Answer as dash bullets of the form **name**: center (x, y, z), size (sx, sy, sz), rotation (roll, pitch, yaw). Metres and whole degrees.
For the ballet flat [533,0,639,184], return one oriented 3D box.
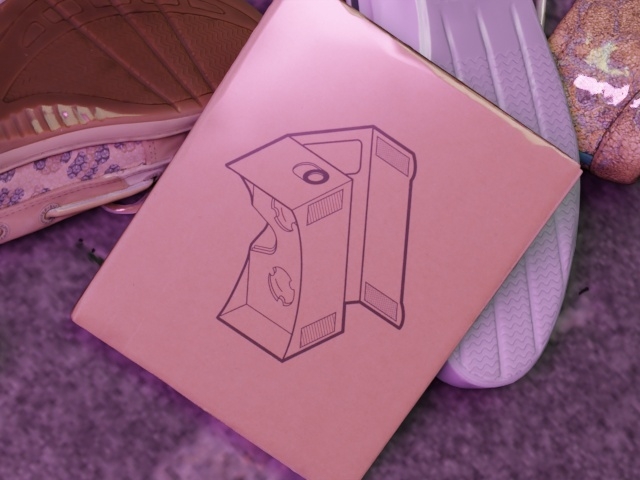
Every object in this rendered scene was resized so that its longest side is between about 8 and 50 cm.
- **ballet flat**: center (0.186, -0.186, 1.135), size (0.123, 0.123, 0.348), rotation (27, 58, -7)

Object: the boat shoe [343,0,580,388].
- **boat shoe**: center (0.046, -0.088, 1.026), size (0.121, 0.119, 0.335), rotation (-6, 87, -38)

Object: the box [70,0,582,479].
- **box**: center (0.000, 0.000, 0.938), size (0.164, 0.021, 0.201), rotation (34, 101, -3)

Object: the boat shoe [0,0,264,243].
- **boat shoe**: center (-0.144, -0.054, 0.958), size (0.285, 0.089, 0.104), rotation (-18, 57, -31)
